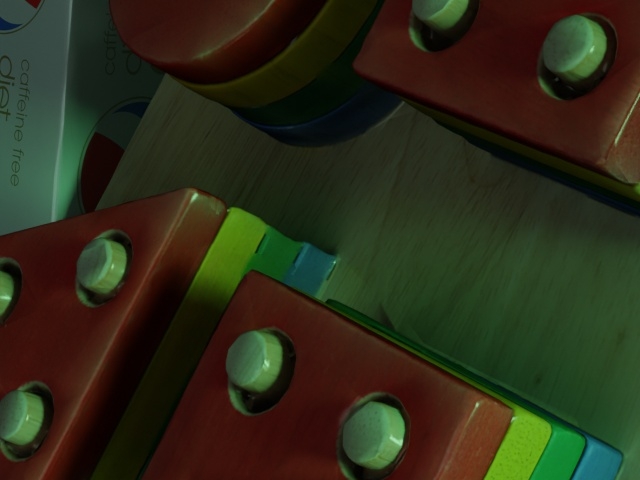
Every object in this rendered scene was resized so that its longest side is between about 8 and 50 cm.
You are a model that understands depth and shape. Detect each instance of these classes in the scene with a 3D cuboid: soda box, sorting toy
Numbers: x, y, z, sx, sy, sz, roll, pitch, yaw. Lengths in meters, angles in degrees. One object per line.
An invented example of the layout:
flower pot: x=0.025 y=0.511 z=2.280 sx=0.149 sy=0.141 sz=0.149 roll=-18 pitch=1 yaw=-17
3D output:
soda box: x=-0.088 y=-0.065 z=0.670 sx=0.069 sy=0.074 sz=0.216 roll=15 pitch=103 yaw=37
sorting toy: x=0.000 y=0.000 z=0.511 sx=0.255 sy=0.089 sz=0.257 roll=27 pitch=91 yaw=47
